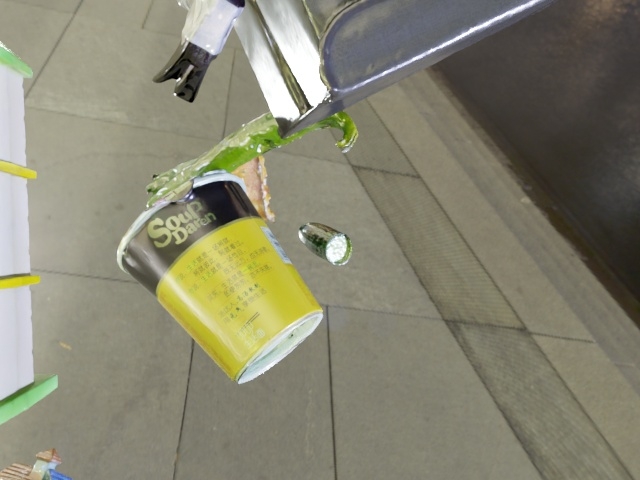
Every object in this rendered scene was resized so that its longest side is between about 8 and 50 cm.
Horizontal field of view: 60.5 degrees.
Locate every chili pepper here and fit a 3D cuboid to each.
[{"bbox_3d":[-0.117,-0.121,0.793,0.076,0.359,0.084,46,39,-40],"label":"chili pepper"}]

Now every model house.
[{"bbox_3d":[-0.484,0.429,0.928,0.149,0.119,0.148,7,60,19],"label":"model house"}]

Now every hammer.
[{"bbox_3d":[-0.129,-0.268,0.600,0.044,0.152,0.427,25,20,-26],"label":"hammer"}]

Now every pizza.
[{"bbox_3d":[-0.141,-0.115,1.023,0.178,0.130,0.041,32,33,14],"label":"pizza"}]

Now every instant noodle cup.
[{"bbox_3d":[-0.123,0.056,0.750,0.216,0.215,0.236,-30,71,-37],"label":"instant noodle cup"}]

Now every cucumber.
[{"bbox_3d":[0.000,0.000,0.826,0.048,0.048,0.105,-17,27,-31],"label":"cucumber"}]

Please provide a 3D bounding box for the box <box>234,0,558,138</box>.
[{"bbox_3d":[0.083,-0.288,0.592,0.345,0.251,0.204,-28,99,-12],"label":"box"}]

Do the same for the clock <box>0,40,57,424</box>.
[{"bbox_3d":[-0.304,-0.010,0.358,0.220,0.106,0.255,-1,90,-4],"label":"clock"}]
